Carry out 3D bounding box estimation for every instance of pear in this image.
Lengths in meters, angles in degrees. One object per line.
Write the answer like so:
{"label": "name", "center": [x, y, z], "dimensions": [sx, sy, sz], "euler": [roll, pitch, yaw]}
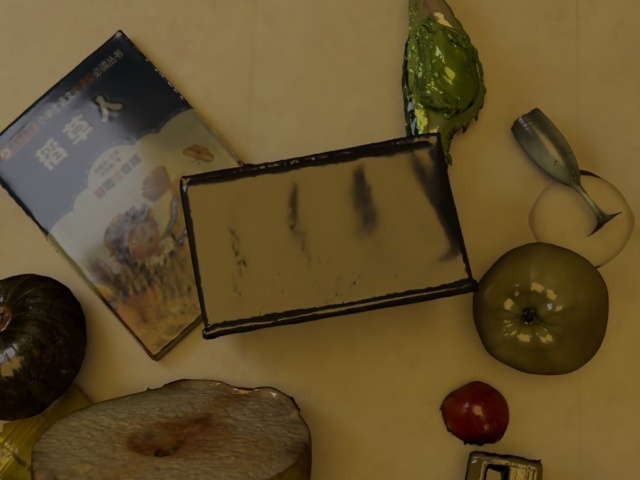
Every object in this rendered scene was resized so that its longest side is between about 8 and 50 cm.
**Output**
{"label": "pear", "center": [-0.180, 0.325, 1.089], "dimensions": [0.340, 0.386, 0.192], "euler": [5, 100, 22]}

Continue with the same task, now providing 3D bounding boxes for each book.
{"label": "book", "center": [-0.278, -0.074, 1.313], "dimensions": [0.300, 0.039, 0.428], "euler": [-43, 82, -2]}

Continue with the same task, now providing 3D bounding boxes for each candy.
{"label": "candy", "center": [-0.327, 0.336, 1.231], "dimensions": [0.297, 0.081, 0.187], "euler": [34, 66, 6]}

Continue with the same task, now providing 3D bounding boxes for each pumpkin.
{"label": "pumpkin", "center": [-0.440, 0.161, 1.235], "dimensions": [0.218, 0.162, 0.219], "euler": [-4, 52, 5]}

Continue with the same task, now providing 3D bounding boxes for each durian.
{"label": "durian", "center": [0.179, -0.234, 1.269], "dimensions": [0.106, 0.132, 0.376], "euler": [-8, 76, 28]}

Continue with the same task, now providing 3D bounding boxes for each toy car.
{"label": "toy car", "center": [0.237, 0.418, 1.173], "dimensions": [0.124, 0.101, 0.257], "euler": [9, 81, 10]}

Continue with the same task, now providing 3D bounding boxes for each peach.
{"label": "peach", "center": [0.221, 0.245, 1.218], "dimensions": [0.098, 0.061, 0.098], "euler": [0, 75, 1]}

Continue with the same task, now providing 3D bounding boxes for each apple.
{"label": "apple", "center": [0.298, 0.094, 1.178], "dimensions": [0.199, 0.200, 0.200], "euler": [-1, 82, 4]}

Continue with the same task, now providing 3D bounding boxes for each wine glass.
{"label": "wine glass", "center": [0.355, -0.102, 1.261], "dimensions": [0.066, 0.066, 0.198], "euler": [-35, 79, -1]}

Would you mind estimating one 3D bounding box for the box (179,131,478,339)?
{"label": "box", "center": [0.000, 0.001, 1.151], "dimensions": [0.344, 0.251, 0.205], "euler": [-10, 87, -4]}
